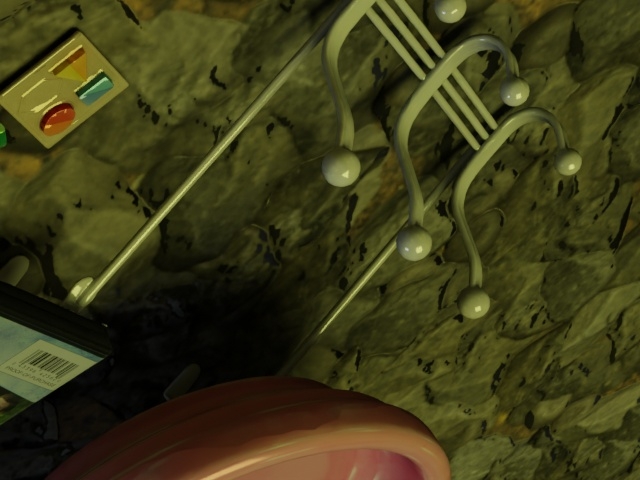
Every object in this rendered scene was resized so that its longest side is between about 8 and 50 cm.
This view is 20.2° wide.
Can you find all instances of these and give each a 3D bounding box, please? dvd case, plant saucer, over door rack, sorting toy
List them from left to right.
[{"bbox_3d":[-0.264,0.091,0.979,0.253,0.022,0.180,-32,147,20],"label":"dvd case"},{"bbox_3d":[-0.145,-0.069,0.953,0.083,0.012,0.062,-38,148,2],"label":"sorting toy"},{"bbox_3d":[-0.078,0.195,1.159,0.332,0.084,0.332,-23,150,-14],"label":"plant saucer"},{"bbox_3d":[0.000,0.000,1.092,0.324,0.108,0.239,-39,147,5],"label":"over door rack"}]
